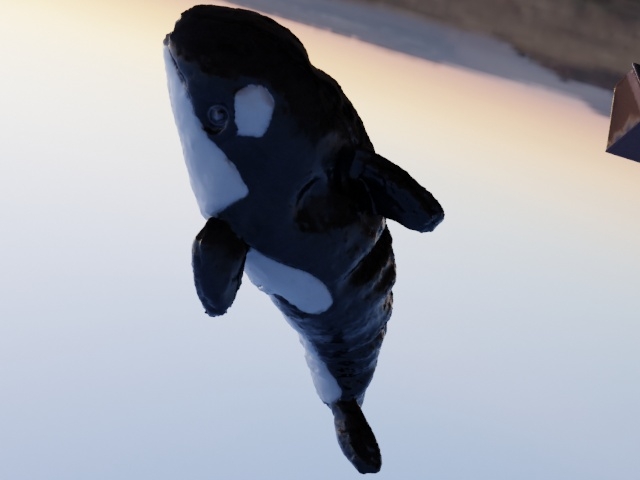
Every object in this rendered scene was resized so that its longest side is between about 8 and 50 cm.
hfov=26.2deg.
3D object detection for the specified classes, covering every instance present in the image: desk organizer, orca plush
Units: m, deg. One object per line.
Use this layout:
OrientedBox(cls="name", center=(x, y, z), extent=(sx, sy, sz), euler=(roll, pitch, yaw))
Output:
OrientedBox(cls="desk organizer", center=(0.264, -0.081, 1.009), extent=(0.130, 0.050, 0.047), euler=(13, -130, -32))
OrientedBox(cls="orca plush", center=(0.012, 0.004, 0.721), extent=(0.102, 0.287, 0.151), euler=(3, -151, 27))

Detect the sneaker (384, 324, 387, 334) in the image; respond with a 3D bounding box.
OrientedBox(cls="sneaker", center=(0.000, 0.000, 1.239), extent=(0.262, 0.104, 0.125), euler=(52, -164, -41))
